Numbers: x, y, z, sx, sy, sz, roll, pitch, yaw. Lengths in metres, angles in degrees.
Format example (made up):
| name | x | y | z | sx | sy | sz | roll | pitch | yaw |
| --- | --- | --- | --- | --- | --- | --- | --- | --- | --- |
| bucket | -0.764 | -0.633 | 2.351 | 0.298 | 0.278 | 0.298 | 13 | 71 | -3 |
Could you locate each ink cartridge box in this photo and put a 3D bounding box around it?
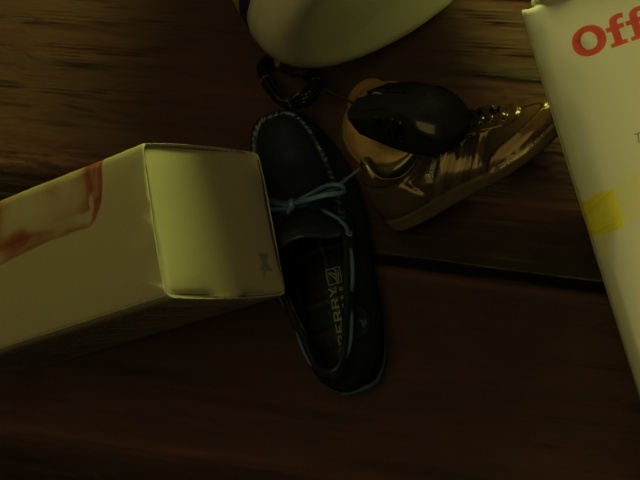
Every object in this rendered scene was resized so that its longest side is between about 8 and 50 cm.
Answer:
| name | x | y | z | sx | sy | sz | roll | pitch | yaw |
| --- | --- | --- | --- | --- | --- | --- | --- | --- | --- |
| ink cartridge box | 0.348 | -0.035 | 1.252 | 0.279 | 0.160 | 0.384 | -18 | 83 | 17 |

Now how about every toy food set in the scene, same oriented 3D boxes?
| name | x | y | z | sx | sy | sz | roll | pitch | yaw |
| --- | --- | --- | --- | --- | --- | --- | --- | --- | --- |
| toy food set | 0.057 | -0.099 | 1.446 | 0.083 | 0.020 | 0.082 | 12 | 87 | 19 |

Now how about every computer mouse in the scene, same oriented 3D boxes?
| name | x | y | z | sx | sy | sz | roll | pitch | yaw |
| --- | --- | --- | --- | --- | --- | --- | --- | --- | --- |
| computer mouse | 0.029 | -0.128 | 1.405 | 0.242 | 0.041 | 0.071 | 22 | 56 | 40 |

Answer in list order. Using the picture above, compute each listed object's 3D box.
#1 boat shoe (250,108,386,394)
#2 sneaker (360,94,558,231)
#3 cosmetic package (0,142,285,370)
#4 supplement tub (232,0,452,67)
| name | x | y | z | sx | sy | sz | roll | pitch | yaw |
| --- | --- | --- | --- | --- | --- | --- | --- | --- | --- |
| boat shoe | 0.000 | 0.000 | 1.415 | 0.109 | 0.089 | 0.258 | -27 | 73 | 14 |
| sneaker | 0.119 | -0.080 | 1.387 | 0.188 | 0.066 | 0.071 | -33 | 105 | 14 |
| cosmetic package | -0.195 | 0.020 | 1.402 | 0.296 | 0.153 | 0.129 | -17 | 78 | 35 |
| supplement tub | -0.021 | -0.338 | 1.388 | 0.241 | 0.241 | 0.331 | -34 | 73 | 12 |
